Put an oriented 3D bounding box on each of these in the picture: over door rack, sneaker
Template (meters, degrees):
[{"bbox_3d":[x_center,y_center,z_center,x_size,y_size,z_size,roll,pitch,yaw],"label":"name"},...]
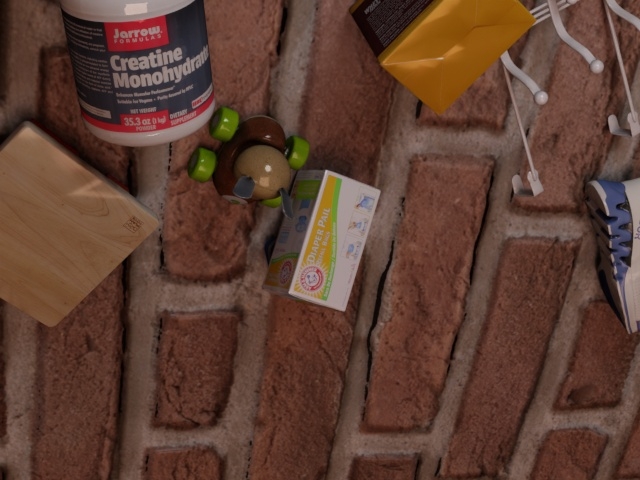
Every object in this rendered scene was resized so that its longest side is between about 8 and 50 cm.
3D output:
[{"bbox_3d":[0.397,-0.241,1.762,0.239,0.108,0.324,-30,127,-19],"label":"over door rack"},{"bbox_3d":[0.581,0.010,2.004,0.182,0.127,0.315,-18,124,0],"label":"sneaker"}]

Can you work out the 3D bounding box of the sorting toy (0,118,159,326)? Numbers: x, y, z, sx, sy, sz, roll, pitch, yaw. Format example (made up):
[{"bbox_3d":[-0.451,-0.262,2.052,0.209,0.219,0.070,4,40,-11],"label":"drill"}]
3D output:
[{"bbox_3d":[-0.427,-0.034,1.742,0.255,0.089,0.257,-42,123,15],"label":"sorting toy"}]

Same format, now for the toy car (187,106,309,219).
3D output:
[{"bbox_3d":[-0.097,-0.091,1.727,0.155,0.188,0.149,20,116,-25],"label":"toy car"}]

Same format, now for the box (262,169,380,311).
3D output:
[{"bbox_3d":[0.000,0.000,1.805,0.103,0.114,0.203,19,85,-25],"label":"box"}]

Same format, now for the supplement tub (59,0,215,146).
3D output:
[{"bbox_3d":[-0.249,-0.283,1.561,0.191,0.191,0.272,-9,125,-8],"label":"supplement tub"}]

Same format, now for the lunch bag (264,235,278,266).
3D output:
[{"bbox_3d":[-0.050,0.037,1.901,0.067,0.065,0.098,-22,126,-18],"label":"lunch bag"}]

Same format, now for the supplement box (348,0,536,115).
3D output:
[{"bbox_3d":[0.169,-0.323,1.638,0.129,0.194,0.191,36,109,-31],"label":"supplement box"}]
